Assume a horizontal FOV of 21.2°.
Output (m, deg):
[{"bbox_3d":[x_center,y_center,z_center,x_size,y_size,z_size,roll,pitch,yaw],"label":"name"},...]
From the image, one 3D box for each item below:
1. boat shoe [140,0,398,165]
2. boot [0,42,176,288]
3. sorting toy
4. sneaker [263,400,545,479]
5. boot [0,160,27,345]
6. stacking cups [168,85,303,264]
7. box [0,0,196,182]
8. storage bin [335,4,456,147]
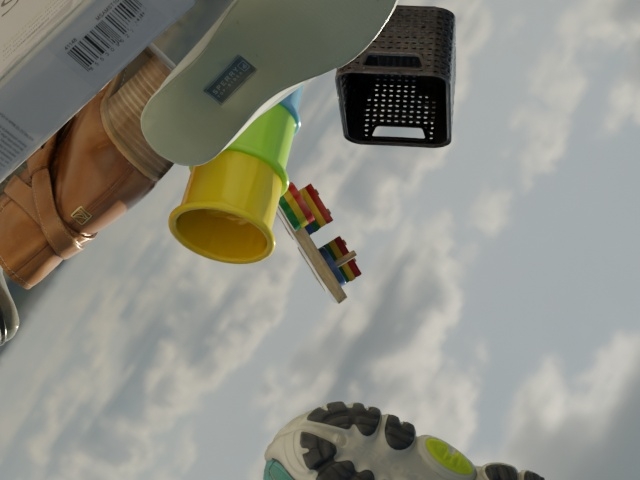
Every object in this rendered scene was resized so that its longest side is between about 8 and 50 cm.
[{"bbox_3d":[-0.030,-0.135,1.106,0.227,0.079,0.081,-36,-162,35],"label":"boat shoe"},{"bbox_3d":[-0.205,-0.075,1.497,0.220,0.109,0.283,-46,-153,3],"label":"boot"},{"bbox_3d":[0.000,0.000,1.833,0.046,0.132,0.274,-32,180,-3],"label":"sorting toy"},{"bbox_3d":[0.085,0.203,1.198,0.110,0.275,0.107,-47,-166,54],"label":"sneaker"},{"bbox_3d":[-0.296,-0.017,1.640,0.161,0.246,0.083,-14,144,-29],"label":"boot"},{"bbox_3d":[-0.052,-0.132,1.528,0.096,0.096,0.316,-46,-155,54],"label":"stacking cups"},{"bbox_3d":[-0.203,-0.160,1.170,0.232,0.058,0.322,-41,-153,11],"label":"box"},{"bbox_3d":[0.084,-0.176,1.849,0.180,0.122,0.084,78,16,-69],"label":"storage bin"}]
